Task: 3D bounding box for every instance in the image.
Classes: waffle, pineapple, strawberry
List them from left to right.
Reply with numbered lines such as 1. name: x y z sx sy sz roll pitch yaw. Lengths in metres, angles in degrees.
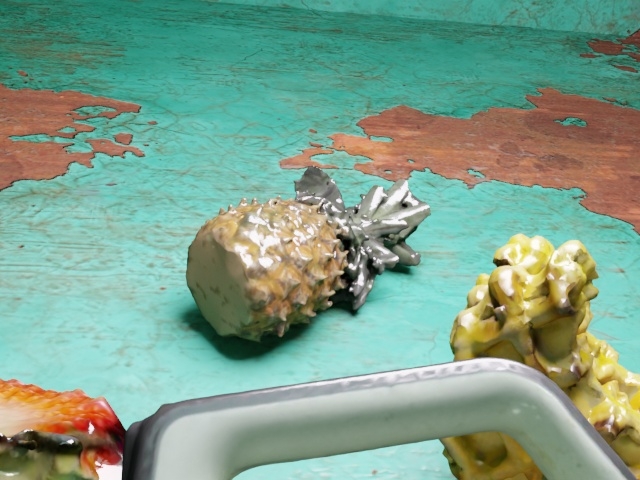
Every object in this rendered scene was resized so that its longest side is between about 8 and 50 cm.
1. strawberry: -0.290 0.170 0.629 0.233 0.137 0.306 5 -2 -43
2. pineapple: 0.000 0.000 0.933 0.310 0.141 0.170 -19 75 -43
3. waffle: 0.243 0.141 0.632 0.324 0.261 0.151 22 25 19

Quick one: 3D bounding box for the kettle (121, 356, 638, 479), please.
1. kettle: 0.080 0.230 0.396 0.377 0.250 0.361 3 69 -1
